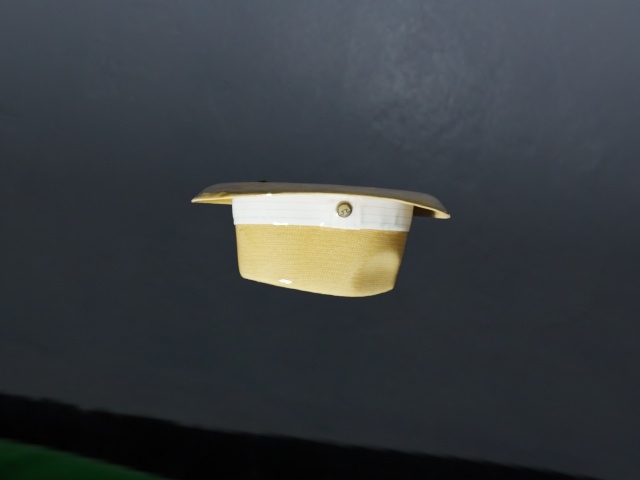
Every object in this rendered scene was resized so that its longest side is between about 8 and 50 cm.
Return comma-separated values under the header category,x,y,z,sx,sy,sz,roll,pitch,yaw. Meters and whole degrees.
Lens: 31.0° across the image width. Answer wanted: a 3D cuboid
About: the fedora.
category,x,y,z,sx,sy,sz,roll,pitch,yaw
fedora,0.000,0.000,0.860,0.194,0.079,0.194,3,179,0
